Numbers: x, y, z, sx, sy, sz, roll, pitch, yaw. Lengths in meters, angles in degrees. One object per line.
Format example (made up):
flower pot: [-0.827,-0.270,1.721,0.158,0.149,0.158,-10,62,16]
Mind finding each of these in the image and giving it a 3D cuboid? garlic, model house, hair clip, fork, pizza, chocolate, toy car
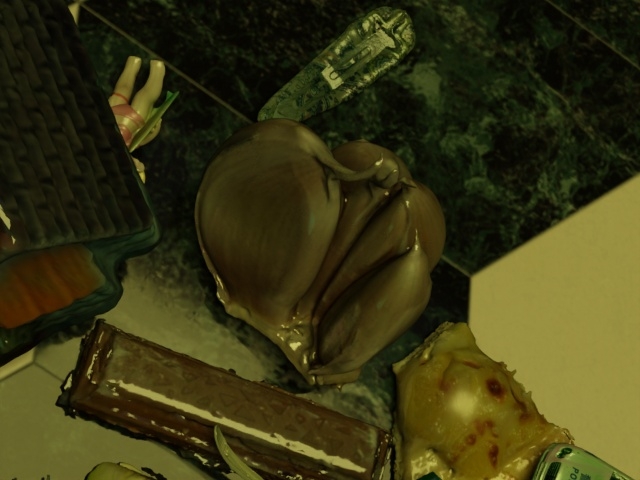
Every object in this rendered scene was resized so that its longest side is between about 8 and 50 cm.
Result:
garlic: [0.000,0.000,1.412,0.210,0.292,0.237,4,36,-24]
model house: [-0.315,-0.082,1.231,0.297,0.339,0.360,-21,84,-7]
hair clip: [0.014,-0.175,1.558,0.229,0.036,0.066,-39,96,-28]
fork: [-0.032,0.253,1.416,0.219,0.028,0.034,52,30,-17]
pizza: [0.138,0.197,1.491,0.204,0.080,0.188,-37,91,-20]
chocolate: [-0.084,0.172,1.431,0.329,0.065,0.102,22,72,-11]
toy car: [0.306,0.285,1.506,0.224,0.076,0.090,34,71,-29]

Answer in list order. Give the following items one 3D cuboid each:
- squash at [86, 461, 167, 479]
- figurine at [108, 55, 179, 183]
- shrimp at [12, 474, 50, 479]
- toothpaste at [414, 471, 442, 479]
squash: [-0.103,0.318,1.415,0.252,0.169,0.093,46,67,-40]
figurine: [-0.193,-0.098,1.463,0.083,0.083,0.187,19,60,-13]
shrimp: [-0.307,0.281,1.343,0.174,0.076,0.082,-33,49,-18]
toothpaste: [0.139,0.358,1.441,0.065,0.050,0.266,-25,95,-6]
